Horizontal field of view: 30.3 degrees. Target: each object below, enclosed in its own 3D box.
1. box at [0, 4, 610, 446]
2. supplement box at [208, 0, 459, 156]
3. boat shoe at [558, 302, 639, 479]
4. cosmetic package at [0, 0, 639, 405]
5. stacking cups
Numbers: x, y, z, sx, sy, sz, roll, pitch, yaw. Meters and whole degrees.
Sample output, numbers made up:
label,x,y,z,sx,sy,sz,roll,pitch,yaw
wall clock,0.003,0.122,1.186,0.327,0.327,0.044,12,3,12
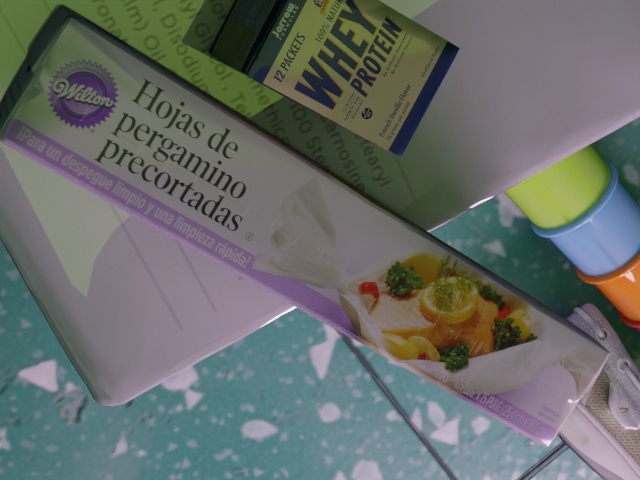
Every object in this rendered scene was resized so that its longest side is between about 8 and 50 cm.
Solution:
label,x,y,z,sx,sy,sz,roll,pitch,yaw
box,0.000,0.000,0.578,0.324,0.067,0.063,31,94,-21
supplement box,0.004,-0.087,0.544,0.083,0.083,0.056,26,96,-21
boat shoe,0.302,0.186,1.026,0.320,0.118,0.103,41,94,-13
cosmetic package,-0.051,-0.170,0.728,0.394,0.329,0.327,-29,109,-6
stacking cups,0.223,-0.011,0.966,0.096,0.096,0.316,-44,110,-2
